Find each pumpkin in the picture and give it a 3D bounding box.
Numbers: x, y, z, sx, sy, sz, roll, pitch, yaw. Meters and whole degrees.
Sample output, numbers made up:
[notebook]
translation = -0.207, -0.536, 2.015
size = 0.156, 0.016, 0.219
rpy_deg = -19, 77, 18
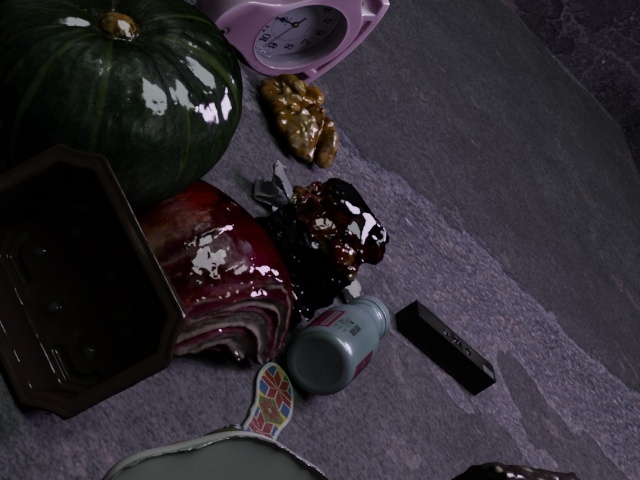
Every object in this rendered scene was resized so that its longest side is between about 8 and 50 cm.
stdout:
[pumpkin]
translation = -0.232, -0.156, 1.551
size = 0.300, 0.207, 0.300
rpy_deg = 9, 35, -7

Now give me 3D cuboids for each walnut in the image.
[walnut]
translation = -0.026, -0.194, 2.240
size = 0.143, 0.069, 0.170
rpy_deg = 21, 36, -50

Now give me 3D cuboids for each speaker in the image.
[speaker]
translation = 0.194, 0.165, 2.193
size = 0.191, 0.046, 0.040
rpy_deg = 41, 27, -29

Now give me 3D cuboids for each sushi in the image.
[sushi]
translation = 0.000, 0.000, 1.843
size = 0.153, 0.150, 0.172
rpy_deg = 55, 2, 0

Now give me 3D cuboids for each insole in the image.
[insole]
translation = -0.062, 0.202, 1.695
size = 0.065, 0.006, 0.193
rpy_deg = 49, 23, -12

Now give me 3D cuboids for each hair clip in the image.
[hair clip]
translation = -0.011, -0.019, 2.050
size = 0.220, 0.054, 0.140
rpy_deg = 45, 20, -27

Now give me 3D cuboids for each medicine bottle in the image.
[medicine bottle]
translation = 0.030, 0.130, 1.867
size = 0.090, 0.090, 0.216
rpy_deg = 55, 22, 1

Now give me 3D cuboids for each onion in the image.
[onion]
translation = -0.145, -0.001, 1.644
size = 0.314, 0.146, 0.280
rpy_deg = 3, 54, -58

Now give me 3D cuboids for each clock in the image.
[clock]
translation = -0.026, -0.376, 2.219
size = 0.275, 0.290, 0.080
rpy_deg = 15, 46, -47

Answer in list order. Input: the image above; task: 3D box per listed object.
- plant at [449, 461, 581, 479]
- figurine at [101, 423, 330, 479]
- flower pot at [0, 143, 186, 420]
[plant]
translation = 0.273, 0.401, 1.832
size = 0.276, 0.188, 0.199
rpy_deg = 35, 30, -37
[figurine]
translation = -0.123, 0.228, 1.408
size = 0.250, 0.166, 0.141
rpy_deg = 20, 15, -34
[flower pot]
translation = -0.239, 0.045, 1.397
size = 0.251, 0.179, 0.084
rpy_deg = 61, -1, 15
